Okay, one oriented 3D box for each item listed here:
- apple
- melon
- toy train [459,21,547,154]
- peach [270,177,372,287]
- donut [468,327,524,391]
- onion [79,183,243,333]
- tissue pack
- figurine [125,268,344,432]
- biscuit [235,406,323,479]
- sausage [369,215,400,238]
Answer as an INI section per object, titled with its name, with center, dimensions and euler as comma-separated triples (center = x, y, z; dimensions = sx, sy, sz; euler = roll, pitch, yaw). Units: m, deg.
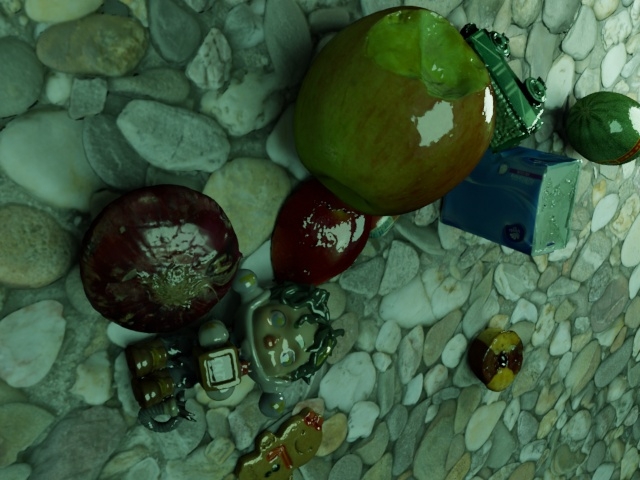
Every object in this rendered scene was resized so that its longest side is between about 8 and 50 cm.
[apple]
center = 0.118, -0.205, 1.092
dimensions = 0.339, 0.339, 0.340
euler = -15, 116, -33
[melon]
center = 0.740, -0.282, 1.646
dimensions = 0.287, 0.182, 0.182
euler = 6, 104, -40
[toy train]
center = 0.362, -0.323, 1.325
dimensions = 0.154, 0.115, 0.269
euler = -41, 100, -41
[peach]
center = 0.002, 0.000, 1.233
dimensions = 0.189, 0.068, 0.279
euler = 24, 97, -23
[donut]
center = 0.471, 0.314, 1.737
dimensions = 0.184, 0.073, 0.166
euler = 39, 83, -40
[onion]
center = -0.247, 0.027, 0.994
dimensions = 0.246, 0.190, 0.247
euler = -9, 122, -14
[tissue pack]
center = 0.404, -0.100, 1.397
dimensions = 0.146, 0.263, 0.198
euler = -12, 114, -34
[figurine]
center = -0.139, 0.185, 1.146
dimensions = 0.381, 0.186, 0.261
euler = -13, 104, -27
[biscuit]
center = -0.078, 0.462, 1.394
dimensions = 0.225, 0.036, 0.166
euler = -31, 122, -25
[sausage]
center = 0.161, -0.098, 1.335
dimensions = 0.264, 0.083, 0.083
euler = -46, 129, -12
